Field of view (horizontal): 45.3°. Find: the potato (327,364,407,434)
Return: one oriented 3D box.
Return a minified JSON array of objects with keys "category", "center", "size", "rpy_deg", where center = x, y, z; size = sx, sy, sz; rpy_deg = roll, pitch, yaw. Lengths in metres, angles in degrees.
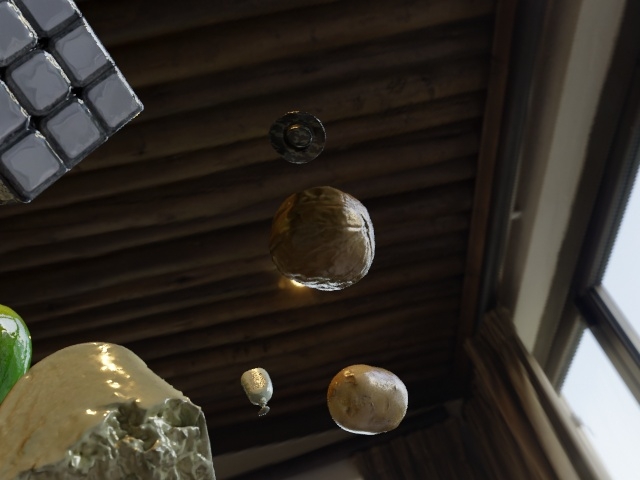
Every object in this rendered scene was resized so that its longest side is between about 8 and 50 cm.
[{"category":"potato","center":[0.081,0.279,1.347],"size":[0.178,0.109,0.118],"rpy_deg":[25,-71,-47]}]

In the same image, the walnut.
[{"category":"walnut","center":[0.000,0.000,1.589],"size":[0.228,0.228,0.228],"rpy_deg":[-15,-38,-12]}]

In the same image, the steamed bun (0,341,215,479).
[{"category":"steamed bun","center":[-0.297,0.291,0.906],"size":[0.272,0.273,0.290],"rpy_deg":[-19,-47,-43]}]

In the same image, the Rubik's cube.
[{"category":"Rubik's cube","center":[-0.567,-0.263,1.379],"size":[0.303,0.305,0.301],"rpy_deg":[-49,-59,-34]}]

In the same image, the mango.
[{"category":"mango","center":[-0.898,0.360,2.084],"size":[0.201,0.381,0.225],"rpy_deg":[1,-1,2]}]

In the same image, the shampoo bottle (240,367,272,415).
[{"category":"shampoo bottle","center":[-0.161,0.402,2.033],"size":[0.077,0.152,0.045],"rpy_deg":[-15,-60,-12]}]

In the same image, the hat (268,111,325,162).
[{"category":"hat","center":[-0.048,-0.216,1.602],"size":[0.121,0.121,0.050],"rpy_deg":[-21,6,-3]}]
